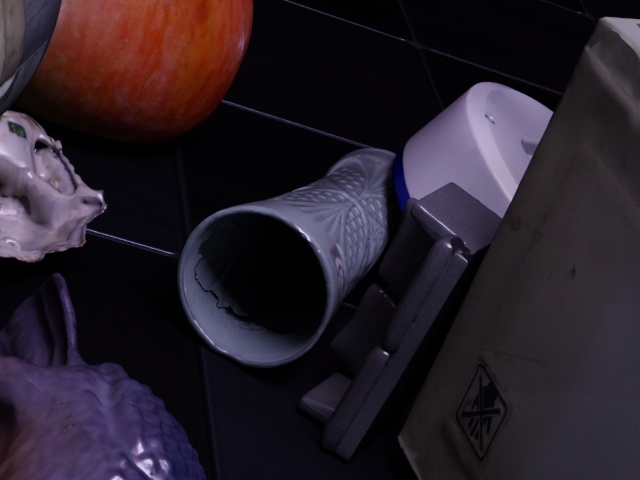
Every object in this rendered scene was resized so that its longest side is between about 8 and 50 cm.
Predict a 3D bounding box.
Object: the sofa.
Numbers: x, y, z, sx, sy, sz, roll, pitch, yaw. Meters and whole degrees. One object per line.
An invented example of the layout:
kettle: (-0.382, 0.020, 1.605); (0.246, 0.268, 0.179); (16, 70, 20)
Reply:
sofa: (0.039, 0.041, 1.023); (0.060, 0.147, 0.085); (35, 27, 12)

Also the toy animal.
toy animal: (-0.129, 0.102, 0.781); (0.185, 0.122, 0.298); (31, 8, -6)

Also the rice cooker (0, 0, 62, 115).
rice cooker: (-0.280, -0.127, 0.911); (0.288, 0.288, 0.277); (24, 25, -2)

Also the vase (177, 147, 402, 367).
vase: (0.000, 0.000, 1.137); (0.096, 0.096, 0.219); (31, 23, 11)

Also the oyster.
oyster: (-0.190, -0.040, 1.085); (0.108, 0.053, 0.165); (-9, 45, -21)

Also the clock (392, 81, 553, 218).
clock: (0.153, 0.004, 1.190); (0.230, 0.083, 0.230); (41, 24, -22)

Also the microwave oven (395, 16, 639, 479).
microwave oven: (0.258, 0.115, 0.868); (0.247, 0.333, 0.394); (7, 32, -27)

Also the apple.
apple: (-0.145, -0.164, 1.229); (0.209, 0.164, 0.209); (21, 23, -10)
